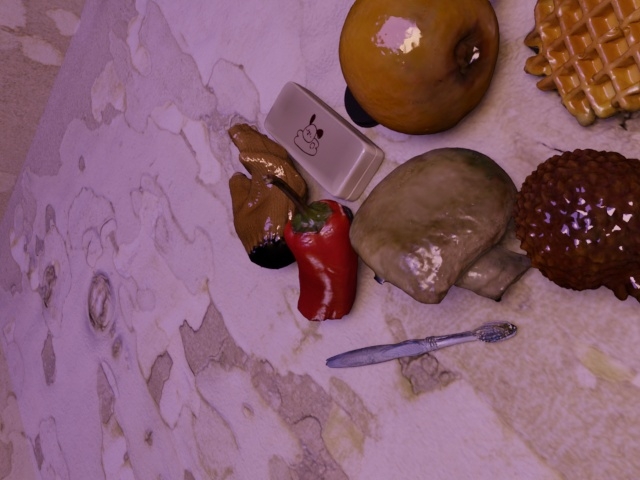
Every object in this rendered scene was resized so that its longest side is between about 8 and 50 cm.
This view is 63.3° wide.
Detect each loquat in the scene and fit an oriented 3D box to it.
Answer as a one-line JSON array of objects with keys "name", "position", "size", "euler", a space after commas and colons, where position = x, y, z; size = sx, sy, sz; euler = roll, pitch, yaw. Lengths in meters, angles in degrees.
[{"name": "loquat", "position": [0.162, -0.320, 0.882], "size": [0.275, 0.275, 0.274], "euler": [-7, 79, 41]}]

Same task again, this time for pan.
[{"name": "pan", "position": [0.115, -0.352, 1.078], "size": [0.136, 0.028, 0.234], "euler": [22, 99, 41]}]

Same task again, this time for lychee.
[{"name": "lychee", "position": [0.370, -0.019, 0.697], "size": [0.200, 0.200, 0.238], "euler": [-38, 54, 32]}]

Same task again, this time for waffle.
[{"name": "waffle", "position": [0.395, -0.311, 0.715], "size": [0.283, 0.065, 0.309], "euler": [-126, 37, -52]}]

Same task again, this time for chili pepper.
[{"name": "chili pepper", "position": [0.004, -0.002, 0.955], "size": [0.131, 0.134, 0.338], "euler": [8, 132, 19]}]

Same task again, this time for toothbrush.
[{"name": "toothbrush", "position": [0.160, 0.198, 0.956], "size": [0.414, 0.042, 0.035], "euler": [-23, 70, 40]}]

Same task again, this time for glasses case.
[{"name": "glasses case", "position": [-0.002, -0.222, 1.137], "size": [0.313, 0.070, 0.131], "euler": [48, 115, 35]}]

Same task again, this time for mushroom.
[{"name": "mushroom", "position": [0.182, -0.029, 0.830], "size": [0.292, 0.218, 0.211], "euler": [49, 136, 30]}]

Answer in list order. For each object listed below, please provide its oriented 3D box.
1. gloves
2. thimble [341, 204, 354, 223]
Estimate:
[{"name": "gloves", "position": [-0.121, -0.108, 1.165], "size": [0.203, 0.156, 0.356], "euler": [-44, 58, 52]}, {"name": "thimble", "position": [0.020, -0.027, 1.094], "size": [0.095, 0.066, 0.104], "euler": [-10, 80, 42]}]
